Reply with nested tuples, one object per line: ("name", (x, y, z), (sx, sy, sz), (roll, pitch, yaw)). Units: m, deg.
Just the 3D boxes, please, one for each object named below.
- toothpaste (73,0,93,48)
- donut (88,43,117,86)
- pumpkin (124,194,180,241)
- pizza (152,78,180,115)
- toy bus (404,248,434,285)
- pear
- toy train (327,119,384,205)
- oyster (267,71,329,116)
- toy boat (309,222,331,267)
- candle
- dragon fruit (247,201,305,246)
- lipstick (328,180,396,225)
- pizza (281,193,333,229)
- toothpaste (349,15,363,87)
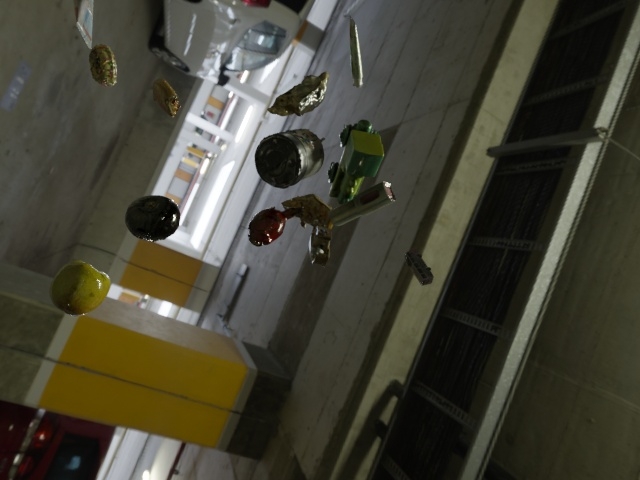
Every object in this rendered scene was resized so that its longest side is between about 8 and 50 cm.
("toothpaste", (-0.743, -0.715, 1.362), (0.089, 0.057, 0.234), (90, -16, -64))
("donut", (-0.914, -0.732, 1.815), (0.175, 0.068, 0.174), (17, -66, 44))
("pumpkin", (-0.732, -0.098, 1.900), (0.233, 0.233, 0.163), (-89, -170, -48))
("pizza", (-0.545, -0.504, 1.533), (0.056, 0.134, 0.271), (-32, -159, -17))
("toy bus", (0.315, 0.086, 1.393), (0.037, 0.052, 0.130), (93, -21, -46))
("pear", (-0.902, 0.178, 1.621), (0.200, 0.200, 0.200), (-51, -156, 34))
("toy train", (0.123, -0.274, 1.673), (0.369, 0.150, 0.237), (110, -16, -49))
("oyster", (-0.074, -0.594, 1.818), (0.341, 0.110, 0.166), (-38, 164, -43))
("toy boat", (0.000, 0.000, 1.924), (0.321, 0.089, 0.121), (-91, -163, -63))
("candle", (-0.083, -0.304, 1.539), (0.187, 0.187, 0.330), (-53, 172, 31))
("dragon fruit", (-0.160, -0.070, 1.591), (0.246, 0.125, 0.125), (-30, 176, -12))
("lipstick", (0.151, -0.131, 1.614), (0.253, 0.077, 0.078), (-25, -108, 31))
("pizza", (-0.062, -0.149, 2.257), (0.189, 0.297, 0.071), (-59, 177, 28))
("toothpaste", (0.158, -0.833, 1.938), (0.056, 0.058, 0.314), (-54, 150, -29))
